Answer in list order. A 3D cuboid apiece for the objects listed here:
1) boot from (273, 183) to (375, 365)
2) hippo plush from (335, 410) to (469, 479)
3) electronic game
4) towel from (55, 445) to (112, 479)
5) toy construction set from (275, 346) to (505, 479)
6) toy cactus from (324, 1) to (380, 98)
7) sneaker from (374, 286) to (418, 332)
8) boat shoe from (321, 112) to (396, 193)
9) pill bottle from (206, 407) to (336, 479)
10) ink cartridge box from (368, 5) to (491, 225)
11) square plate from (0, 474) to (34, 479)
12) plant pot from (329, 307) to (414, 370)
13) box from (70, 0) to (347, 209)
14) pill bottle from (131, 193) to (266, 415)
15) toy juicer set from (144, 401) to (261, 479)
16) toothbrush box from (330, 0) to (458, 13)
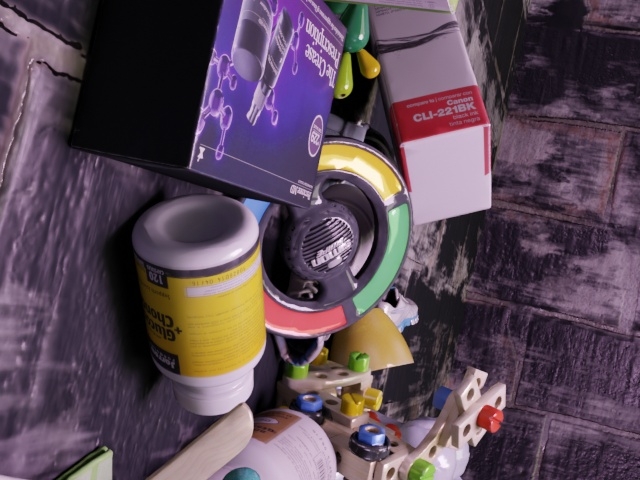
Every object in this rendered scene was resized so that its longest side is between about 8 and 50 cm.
[{"bbox_3d":[0.004,0.055,0.989,0.258,0.095,0.123,99,16,-50],"label":"boot"},{"bbox_3d":[0.113,0.367,1.304,0.294,0.237,0.234,31,67,-71],"label":"hippo plush"},{"bbox_3d":[0.000,0.000,0.873,0.229,0.048,0.229,-11,114,-25],"label":"electronic game"},{"bbox_3d":[-0.201,0.255,0.648,0.113,0.023,0.152,-35,133,-66],"label":"towel"},{"bbox_3d":[0.068,0.229,1.044,0.215,0.328,0.151,-7,95,-47],"label":"toy construction set"},{"bbox_3d":[0.037,-0.256,0.844,0.180,0.112,0.218,-20,-123,60],"label":"toy cactus"},{"bbox_3d":[0.145,0.125,1.558,0.191,0.071,0.082,-27,121,-68],"label":"sneaker"},{"bbox_3d":[0.042,-0.093,1.046,0.319,0.099,0.116,22,80,-72],"label":"boat shoe"},{"bbox_3d":[-0.076,0.265,0.858,0.229,0.131,0.131,-5,106,-72],"label":"pill bottle"},{"bbox_3d":[0.141,-0.191,1.090,0.197,0.114,0.272,69,9,-59],"label":"ink cartridge box"},{"bbox_3d":[-0.243,0.269,0.408,0.344,0.049,0.347,-62,158,-12],"label":"square plate"},{"bbox_3d":[0.072,0.159,1.287,0.134,0.134,0.095,24,54,-72],"label":"plant pot"},{"bbox_3d":[-0.073,-0.134,0.671,0.261,0.103,0.184,11,93,-72],"label":"box"},{"bbox_3d":[-0.100,0.060,0.701,0.103,0.103,0.184,-55,151,-51],"label":"pill bottle"},{"bbox_3d":[-0.115,0.292,0.678,0.089,0.209,0.328,-131,-157,-65],"label":"toy juicer set"},{"bbox_3d":[0.047,-0.361,0.718,0.122,0.206,0.283,51,53,-67],"label":"toothbrush box"}]
